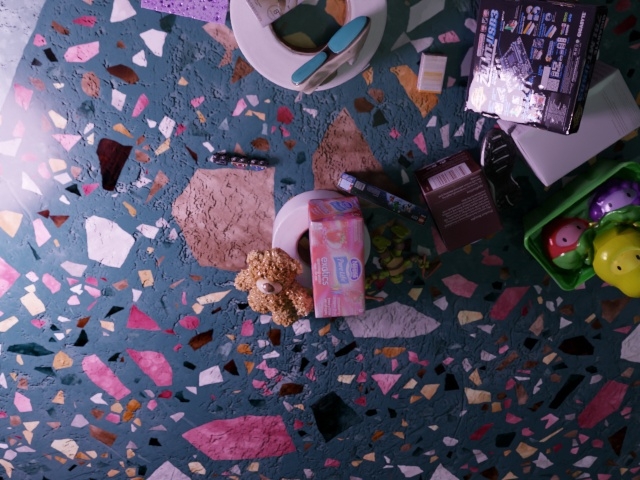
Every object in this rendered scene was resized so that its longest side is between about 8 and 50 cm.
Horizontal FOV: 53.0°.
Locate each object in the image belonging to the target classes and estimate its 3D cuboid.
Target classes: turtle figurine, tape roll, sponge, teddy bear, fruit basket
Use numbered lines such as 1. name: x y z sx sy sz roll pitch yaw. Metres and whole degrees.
1. turtle figurine: 0.230 0.055 1.922 0.270 0.087 0.217 -20 133 -7
2. tape roll: 0.000 0.000 1.873 0.287 0.100 0.286 -2 118 -3
3. sponge: -0.330 -0.611 1.575 0.210 0.031 0.117 10 116 -9
4. teddy bear: -0.141 0.153 1.858 0.245 0.113 0.338 42 151 0
5. tape roll: -0.028 -0.568 1.594 0.393 0.072 0.391 -2 118 -4
6. fruit basket: 0.785 -0.010 1.771 0.392 0.392 0.283 -40 113 16

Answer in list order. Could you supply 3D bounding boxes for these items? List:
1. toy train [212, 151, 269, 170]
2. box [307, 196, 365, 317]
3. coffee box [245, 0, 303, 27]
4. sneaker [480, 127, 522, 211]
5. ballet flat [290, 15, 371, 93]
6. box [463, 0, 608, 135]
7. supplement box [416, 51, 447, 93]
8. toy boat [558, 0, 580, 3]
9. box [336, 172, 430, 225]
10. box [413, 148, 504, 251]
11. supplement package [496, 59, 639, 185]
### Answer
1. toy train: -0.222 -0.217 1.787 0.159 0.027 0.036 7 120 -7
2. box: 0.044 0.046 1.758 0.142 0.154 0.299 -4 116 -1
3. coffee box: -0.052 -0.639 1.448 0.297 0.118 0.168 -30 114 12
4. sneaker: 0.479 -0.200 1.767 0.100 0.108 0.271 -25 134 -1
5. ballet flat: 0.037 -0.449 1.584 0.248 0.086 0.086 -36 114 16
6. box: 0.508 -0.432 1.561 0.073 0.293 0.295 -19 123 -41
7. supplement box: 0.294 -0.443 1.697 0.062 0.036 0.098 4 117 -5
8. toy boat: 0.574 -0.510 1.630 0.231 0.151 0.150 -36 80 46
9. box: 0.172 -0.116 1.787 0.233 0.159 0.044 23 96 -14
10. box: 0.384 -0.113 1.800 0.169 0.167 0.203 -23 116 8
11. supplement package: 0.658 -0.317 1.706 0.293 0.177 0.175 -35 113 13
